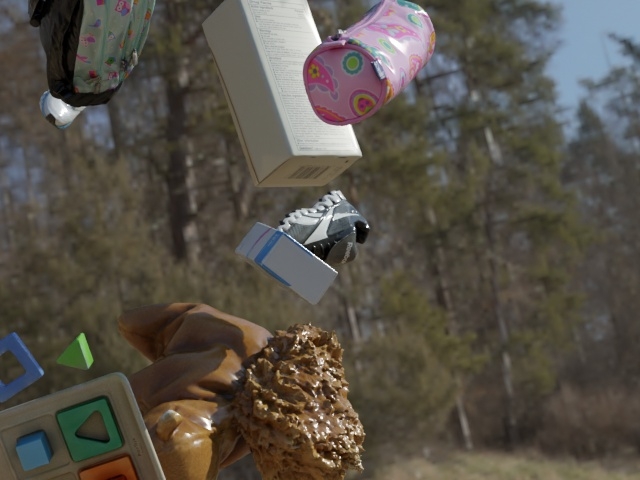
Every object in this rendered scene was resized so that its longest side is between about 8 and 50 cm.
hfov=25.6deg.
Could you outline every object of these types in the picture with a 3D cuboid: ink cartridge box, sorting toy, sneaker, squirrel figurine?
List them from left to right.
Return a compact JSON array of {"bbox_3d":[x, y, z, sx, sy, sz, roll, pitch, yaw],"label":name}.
[{"bbox_3d":[-0.289,0.268,1.642,0.196,0.348,0.047,-18,10,4],"label":"sorting toy"},{"bbox_3d":[-0.430,-0.267,2.502,0.083,0.071,0.191,-29,18,33],"label":"sneaker"},{"bbox_3d":[-0.139,0.257,2.040,0.397,0.281,0.370,-8,12,10],"label":"squirrel figurine"},{"bbox_3d":[-0.044,0.027,1.726,0.088,0.052,0.122,38,-7,-19],"label":"ink cartridge box"},{"bbox_3d":[0.000,0.000,2.101,0.234,0.106,0.078,-33,-25,-51],"label":"sneaker"}]

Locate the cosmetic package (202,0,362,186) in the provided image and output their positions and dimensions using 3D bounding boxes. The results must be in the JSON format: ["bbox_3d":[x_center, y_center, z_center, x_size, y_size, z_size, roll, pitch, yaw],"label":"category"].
[{"bbox_3d":[-0.065,-0.249,2.317,0.160,0.309,0.113,-1,-26,-41],"label":"cosmetic package"}]

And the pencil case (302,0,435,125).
[{"bbox_3d":[0.069,-0.246,1.897,0.124,0.124,0.284,-21,12,26],"label":"pencil case"}]

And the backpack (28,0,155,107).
[{"bbox_3d":[-0.251,-0.255,1.557,0.115,0.152,0.182,-12,-30,-28],"label":"backpack"}]
